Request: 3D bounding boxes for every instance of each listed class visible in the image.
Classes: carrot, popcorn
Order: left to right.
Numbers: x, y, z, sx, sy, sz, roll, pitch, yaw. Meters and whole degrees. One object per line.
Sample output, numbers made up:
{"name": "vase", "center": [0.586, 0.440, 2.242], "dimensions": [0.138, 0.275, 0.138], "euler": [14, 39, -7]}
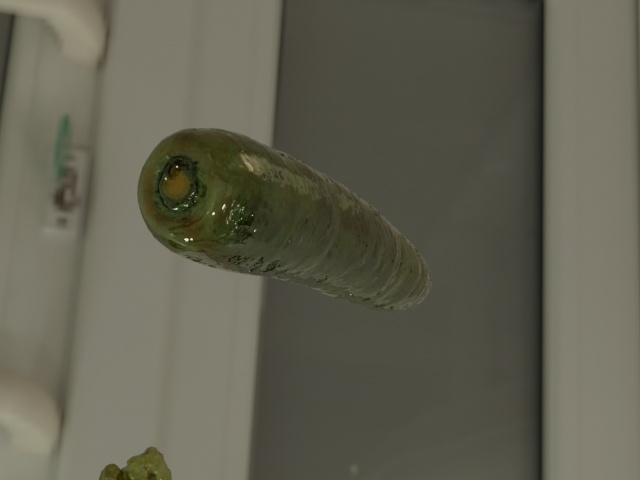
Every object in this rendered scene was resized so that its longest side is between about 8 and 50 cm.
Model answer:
{"name": "popcorn", "center": [-0.139, 0.202, 1.435], "dimensions": [0.068, 0.083, 0.059], "euler": [13, 148, 15]}
{"name": "carrot", "center": [0.000, 0.000, 1.092], "dimensions": [0.074, 0.074, 0.358], "euler": [-7, 168, 22]}
